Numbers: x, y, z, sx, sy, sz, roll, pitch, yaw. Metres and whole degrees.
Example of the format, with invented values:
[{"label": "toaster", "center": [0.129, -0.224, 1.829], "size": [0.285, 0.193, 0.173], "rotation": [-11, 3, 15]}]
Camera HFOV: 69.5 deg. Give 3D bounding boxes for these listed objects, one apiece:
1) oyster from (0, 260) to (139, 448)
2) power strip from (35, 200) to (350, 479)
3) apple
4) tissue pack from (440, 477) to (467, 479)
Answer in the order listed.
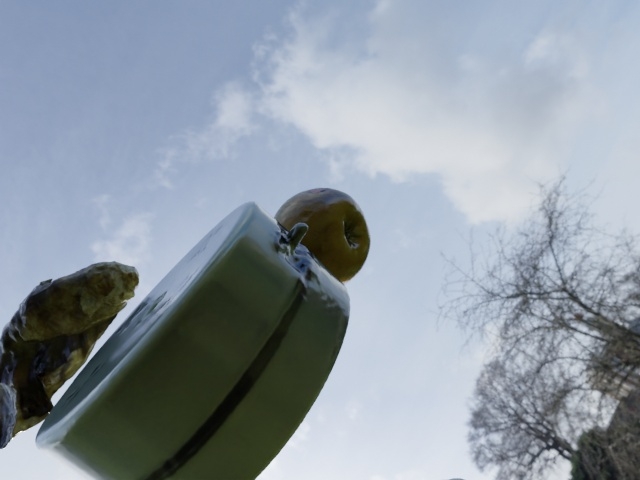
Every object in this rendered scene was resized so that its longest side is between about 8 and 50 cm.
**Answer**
[{"label": "oyster", "center": [-0.387, 0.153, 0.657], "size": [0.094, 0.166, 0.294], "rotation": [63, -139, -59]}, {"label": "power strip", "center": [-0.127, 0.119, 0.531], "size": [0.161, 0.357, 0.357], "rotation": [43, -102, -15]}, {"label": "apple", "center": [0.000, 0.000, 0.783], "size": [0.182, 0.155, 0.182], "rotation": [27, -122, -52]}, {"label": "tissue pack", "center": [-0.055, 0.301, 0.097], "size": [0.264, 0.253, 0.416], "rotation": [0, -50, -51]}]
